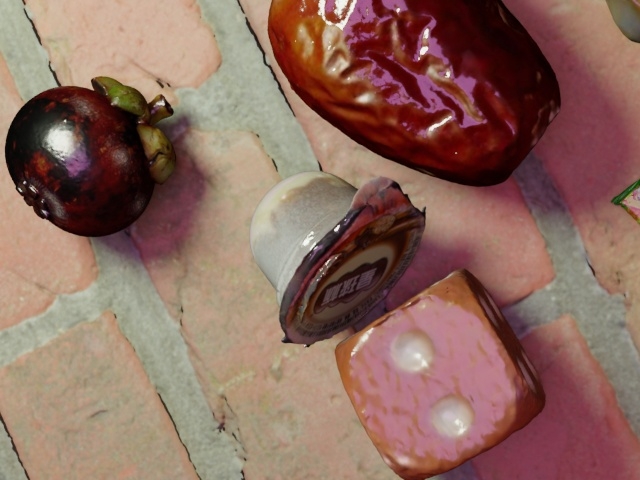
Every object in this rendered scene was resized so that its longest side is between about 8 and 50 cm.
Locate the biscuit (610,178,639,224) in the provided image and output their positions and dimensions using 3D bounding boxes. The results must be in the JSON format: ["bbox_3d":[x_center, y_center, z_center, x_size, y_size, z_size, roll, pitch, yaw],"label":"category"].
[{"bbox_3d":[0.365,-0.028,1.504,0.089,0.016,0.046,45,99,6],"label":"biscuit"}]

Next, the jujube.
[{"bbox_3d":[0.100,-0.197,1.457,0.318,0.223,0.223,38,98,3],"label":"jujube"}]

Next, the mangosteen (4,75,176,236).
[{"bbox_3d":[-0.253,-0.102,1.550,0.199,0.200,0.200,0,92,10],"label":"mangosteen"}]

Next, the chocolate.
[{"bbox_3d":[-0.003,-0.006,1.499,0.221,0.221,0.147,-48,69,8],"label":"chocolate"}]

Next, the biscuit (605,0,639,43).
[{"bbox_3d":[0.469,-0.248,1.455,0.290,0.062,0.237,-28,86,10],"label":"biscuit"}]

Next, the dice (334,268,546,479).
[{"bbox_3d":[0.128,0.142,1.475,0.175,0.174,0.179,-28,88,11],"label":"dice"}]
